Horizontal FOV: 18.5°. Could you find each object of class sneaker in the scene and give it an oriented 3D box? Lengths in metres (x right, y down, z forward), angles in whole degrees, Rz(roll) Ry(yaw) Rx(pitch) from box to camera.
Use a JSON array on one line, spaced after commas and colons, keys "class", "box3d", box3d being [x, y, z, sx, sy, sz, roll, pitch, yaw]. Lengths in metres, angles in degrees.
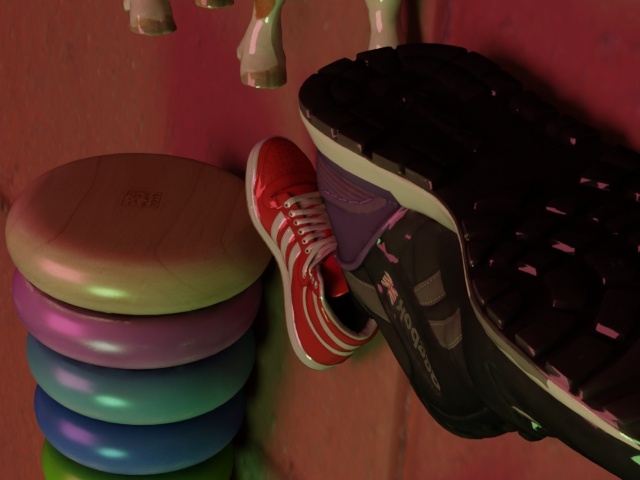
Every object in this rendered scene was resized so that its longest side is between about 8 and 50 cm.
[{"class": "sneaker", "box3d": [0.000, 0.000, 0.945, 0.067, 0.042, 0.118, -31, 74, 65]}, {"class": "sneaker", "box3d": [0.086, 0.031, 0.744, 0.283, 0.107, 0.124, -129, 28, -55]}]

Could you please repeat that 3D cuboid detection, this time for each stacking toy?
[{"class": "stacking toy", "box3d": [-0.101, 0.123, 1.093, 0.141, 0.141, 0.330, -133, 39, -51]}]

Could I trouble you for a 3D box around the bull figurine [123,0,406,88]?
[{"class": "bull figurine", "box3d": [-0.020, -0.173, 0.892, 0.310, 0.101, 0.188, 36, 127, 57]}]
